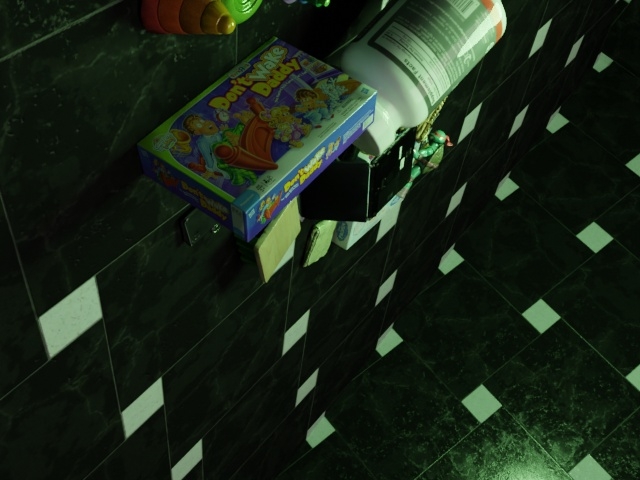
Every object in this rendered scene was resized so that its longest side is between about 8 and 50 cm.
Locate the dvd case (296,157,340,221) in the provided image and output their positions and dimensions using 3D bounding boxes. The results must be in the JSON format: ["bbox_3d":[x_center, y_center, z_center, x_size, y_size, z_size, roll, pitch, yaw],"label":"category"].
[{"bbox_3d":[-0.032,-0.154,1.820,0.179,0.030,0.238,-55,159,-6],"label":"dvd case"}]

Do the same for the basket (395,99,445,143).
[{"bbox_3d":[0.196,-0.418,1.867,0.213,0.223,0.299,-100,-146,-69],"label":"basket"}]

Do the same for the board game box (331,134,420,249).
[{"bbox_3d":[0.163,-0.176,2.182,0.319,0.066,0.318,-39,152,-41],"label":"board game box"}]

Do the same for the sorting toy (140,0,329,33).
[{"bbox_3d":[-0.104,-0.367,1.200,0.366,0.126,0.127,-31,147,-50],"label":"sorting toy"}]

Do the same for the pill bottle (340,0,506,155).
[{"bbox_3d":[0.172,-0.353,1.523,0.363,0.210,0.210,-47,159,-7],"label":"pill bottle"}]

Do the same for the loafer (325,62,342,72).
[{"bbox_3d":[0.051,-0.316,1.687,0.087,0.094,0.251,-67,156,-12],"label":"loafer"}]

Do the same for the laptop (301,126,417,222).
[{"bbox_3d":[0.091,-0.163,1.827,0.264,0.137,0.234,-45,157,-23],"label":"laptop"}]

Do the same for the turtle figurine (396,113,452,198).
[{"bbox_3d":[0.265,-0.229,2.096,0.234,0.118,0.175,-60,160,17],"label":"turtle figurine"}]

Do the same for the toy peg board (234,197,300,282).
[{"bbox_3d":[-0.122,-0.017,1.756,0.160,0.079,0.161,-58,164,-24],"label":"toy peg board"}]

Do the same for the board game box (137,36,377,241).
[{"bbox_3d":[-0.100,-0.183,1.322,0.347,0.233,0.078,-46,157,-29],"label":"board game box"}]

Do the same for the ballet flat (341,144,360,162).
[{"bbox_3d":[0.070,-0.222,1.949,0.173,0.049,0.057,-69,164,10],"label":"ballet flat"}]

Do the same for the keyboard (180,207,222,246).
[{"bbox_3d":[-0.208,-0.063,1.558,0.180,0.023,0.108,-45,150,-28],"label":"keyboard"}]

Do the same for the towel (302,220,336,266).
[{"bbox_3d":[0.000,0.000,2.123,0.110,0.027,0.148,-36,151,-47],"label":"towel"}]
